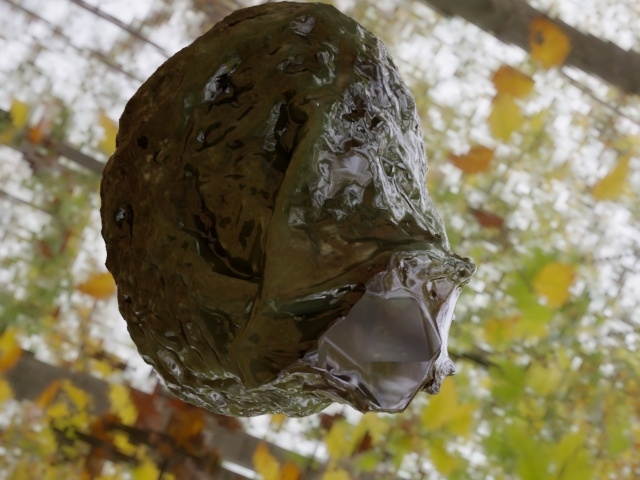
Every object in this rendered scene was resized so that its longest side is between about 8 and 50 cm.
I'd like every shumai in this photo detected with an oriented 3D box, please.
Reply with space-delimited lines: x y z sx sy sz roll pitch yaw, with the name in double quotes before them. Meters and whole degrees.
"shumai" -0.001 0.000 0.458 0.087 0.099 0.124 27 -53 57
